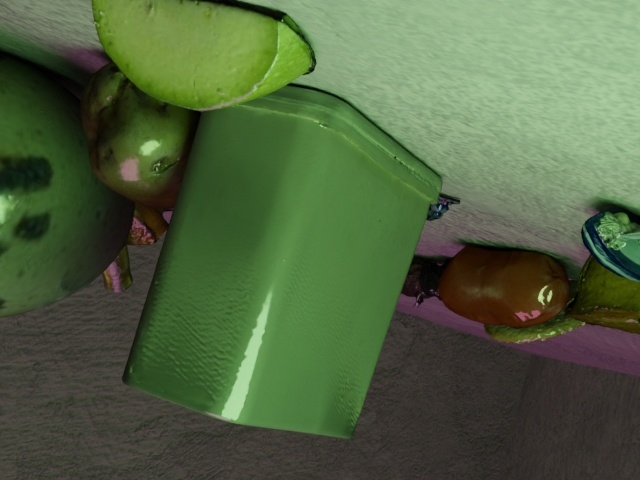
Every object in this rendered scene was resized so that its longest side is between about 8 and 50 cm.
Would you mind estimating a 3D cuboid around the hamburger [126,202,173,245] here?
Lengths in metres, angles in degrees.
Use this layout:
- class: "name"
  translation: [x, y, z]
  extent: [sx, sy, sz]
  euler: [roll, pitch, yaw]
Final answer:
- class: "hamburger"
  translation: [-0.412, -0.088, 2.113]
  extent: [0.283, 0.143, 0.156]
  euler: [2, 142, 15]

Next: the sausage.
- class: "sausage"
  translation: [0.298, 0.078, 1.831]
  extent: [0.133, 0.133, 0.258]
  euler: [21, 170, -37]

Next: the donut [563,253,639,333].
- class: "donut"
  translation: [0.471, 0.074, 1.497]
  extent: [0.272, 0.107, 0.272]
  euler: [11, 174, 1]

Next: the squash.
- class: "squash"
  translation: [-0.100, -0.150, 0.995]
  extent: [0.192, 0.085, 0.184]
  euler: [16, 173, 16]

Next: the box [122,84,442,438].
- class: "box"
  translation: [-0.034, 0.034, 1.277]
  extent: [0.178, 0.343, 0.352]
  euler: [16, 175, 27]

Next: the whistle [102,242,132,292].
- class: "whistle"
  translation: [-0.390, -0.042, 2.015]
  extent: [0.068, 0.057, 0.326]
  euler: [4, 131, 7]

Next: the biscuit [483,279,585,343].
- class: "biscuit"
  translation: [0.377, 0.118, 1.885]
  extent: [0.220, 0.033, 0.220]
  euler: [-18, -165, 5]

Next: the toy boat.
- class: "toy boat"
  translation: [0.427, 0.013, 1.220]
  extent: [0.221, 0.066, 0.291]
  euler: [21, 170, -33]

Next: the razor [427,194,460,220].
- class: "razor"
  translation: [0.156, -0.042, 1.567]
  extent: [0.044, 0.028, 0.154]
  euler: [16, 174, -4]

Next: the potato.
- class: "potato"
  translation: [-0.189, -0.115, 1.268]
  extent: [0.137, 0.154, 0.200]
  euler: [-10, 155, 13]

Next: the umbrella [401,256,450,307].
- class: "umbrella"
  translation: [0.218, 0.078, 2.247]
  extent: [0.090, 0.094, 0.326]
  euler: [-30, -166, -24]

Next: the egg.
- class: "egg"
  translation: [-0.438, -0.070, 1.414]
  extent: [0.428, 0.344, 0.345]
  euler: [5, -178, -37]
